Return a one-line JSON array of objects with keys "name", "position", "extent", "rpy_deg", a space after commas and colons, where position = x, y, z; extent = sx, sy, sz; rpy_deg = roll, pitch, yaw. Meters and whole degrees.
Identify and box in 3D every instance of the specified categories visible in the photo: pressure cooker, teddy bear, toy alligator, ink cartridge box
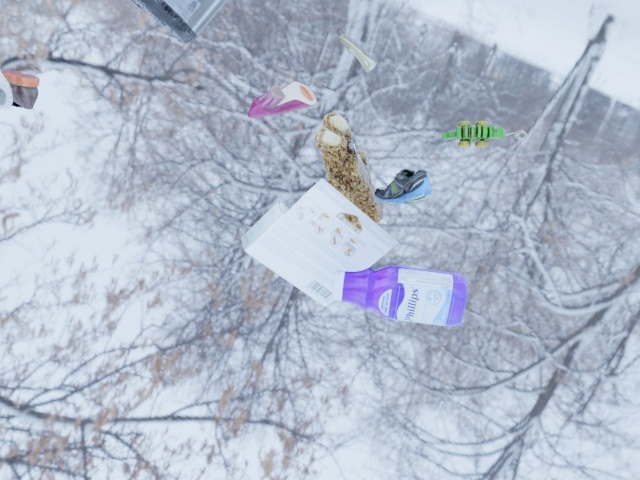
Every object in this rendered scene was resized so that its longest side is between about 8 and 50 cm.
[{"name": "pressure cooker", "position": [-0.385, -0.832, 2.001], "extent": [0.375, 0.420, 0.370], "rpy_deg": [41, -177, 0]}, {"name": "teddy bear", "position": [0.066, -0.185, 1.902], "extent": [0.338, 0.113, 0.245], "rpy_deg": [54, -151, -45]}, {"name": "toy alligator", "position": [0.366, -0.238, 1.541], "extent": [0.190, 0.056, 0.051], "rpy_deg": [1, 175, 7]}, {"name": "ink cartridge box", "position": [0.000, 0.000, 1.570], "extent": [0.275, 0.239, 0.060], "rpy_deg": [38, -163, -33]}]

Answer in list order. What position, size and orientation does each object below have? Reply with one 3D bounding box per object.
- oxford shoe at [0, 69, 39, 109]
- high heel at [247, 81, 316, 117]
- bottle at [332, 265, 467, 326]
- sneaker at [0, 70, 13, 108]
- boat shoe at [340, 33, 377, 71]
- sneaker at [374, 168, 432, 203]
[{"name": "oxford shoe", "position": [-0.881, -0.430, 1.971], "extent": [0.097, 0.098, 0.271], "rpy_deg": [-6, -160, -40]}, {"name": "high heel", "position": [-0.109, -0.398, 2.037], "extent": [0.082, 0.117, 0.244], "rpy_deg": [59, -148, 3]}, {"name": "bottle", "position": [0.169, 0.114, 1.501], "extent": [0.283, 0.118, 0.092], "rpy_deg": [7, -151, 3]}, {"name": "sneaker", "position": [-0.860, -0.447, 1.801], "extent": [0.090, 0.232, 0.115], "rpy_deg": [-9, -127, -2]}, {"name": "boat shoe", "position": [0.118, -0.611, 2.266], "extent": [0.153, 0.048, 0.056], "rpy_deg": [33, -151, -27]}, {"name": "sneaker", "position": [0.197, -0.127, 1.643], "extent": [0.067, 0.078, 0.188], "rpy_deg": [2, 173, -30]}]
